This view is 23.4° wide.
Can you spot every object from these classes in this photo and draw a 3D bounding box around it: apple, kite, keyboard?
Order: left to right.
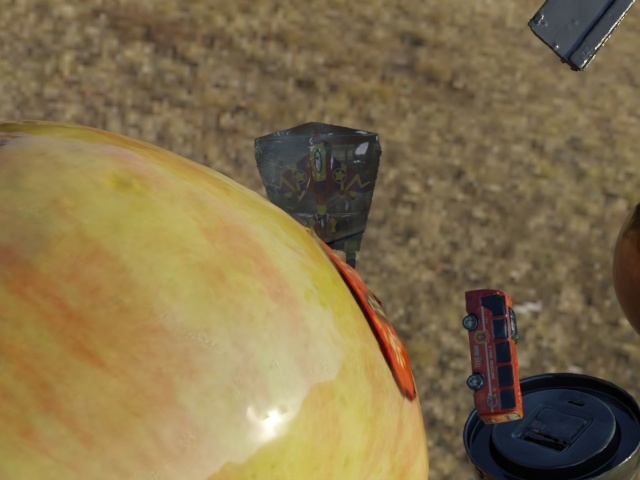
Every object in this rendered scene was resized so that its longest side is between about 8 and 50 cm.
[{"bbox_3d":[-0.151,0.121,0.833,0.346,0.391,0.391,32,33,32],"label":"apple"},{"bbox_3d":[0.001,0.000,1.591,0.141,0.245,0.015,0,5,25],"label":"kite"},{"bbox_3d":[0.293,-0.268,1.524,0.072,0.231,0.023,40,-15,-4],"label":"keyboard"},{"bbox_3d":[0.509,0.034,2.123,0.230,0.230,0.230,6,23,-3],"label":"apple"}]

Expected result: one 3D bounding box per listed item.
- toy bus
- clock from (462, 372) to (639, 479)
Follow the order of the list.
[{"bbox_3d":[0.141,0.094,1.261,0.043,0.110,0.031,-9,-22,15],"label":"toy bus"},{"bbox_3d":[0.237,0.204,1.567,0.184,0.040,0.184,-9,31,5],"label":"clock"}]
